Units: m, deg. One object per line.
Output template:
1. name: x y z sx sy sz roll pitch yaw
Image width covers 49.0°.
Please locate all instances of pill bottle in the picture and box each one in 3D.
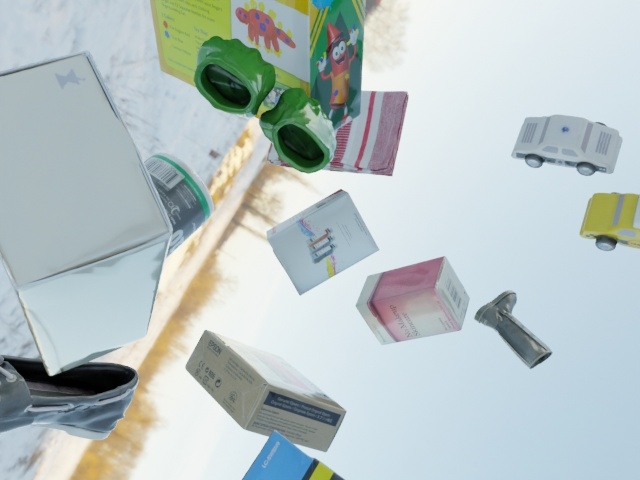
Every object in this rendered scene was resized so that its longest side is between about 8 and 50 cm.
1. pill bottle: -0.434 -0.021 1.604 0.361 0.204 0.204 -47 -178 -28

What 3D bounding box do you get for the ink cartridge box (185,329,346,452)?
1. ink cartridge box: -0.099 0.260 1.227 0.234 0.193 0.088 26 -91 51

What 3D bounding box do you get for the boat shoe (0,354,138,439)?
1. boat shoe: -0.354 0.175 0.856 0.096 0.112 0.335 -54 150 2

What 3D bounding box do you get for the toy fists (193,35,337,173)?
1. toy fists: -0.086 -0.224 1.153 0.096 0.279 0.142 -44 -163 32

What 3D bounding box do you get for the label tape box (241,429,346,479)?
1. label tape box: -0.022 0.425 0.903 0.241 0.333 0.106 -55 -161 -20

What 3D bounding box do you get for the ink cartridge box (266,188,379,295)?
1. ink cartridge box: 0.000 0.000 1.335 0.176 0.127 0.128 -29 -171 0

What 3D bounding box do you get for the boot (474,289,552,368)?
1. boot: 0.544 0.239 1.908 0.189 0.208 0.076 -28 139 -35

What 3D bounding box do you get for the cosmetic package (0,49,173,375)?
1. cosmetic package: -0.219 0.000 0.607 0.113 0.160 0.309 -22 166 -23

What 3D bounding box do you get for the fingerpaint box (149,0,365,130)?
1. fingerpaint box: -0.129 -0.445 1.324 0.163 0.444 0.371 -36 141 -34

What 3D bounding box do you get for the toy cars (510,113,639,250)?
1. toy cars: 0.491 -0.112 1.223 0.176 0.394 0.087 -31 147 1

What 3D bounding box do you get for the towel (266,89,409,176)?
1. towel: 0.042 -0.282 1.754 0.037 0.328 0.237 63 36 -63

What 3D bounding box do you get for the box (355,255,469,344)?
1. box: 0.230 0.153 1.752 0.232 0.149 0.127 -18 -152 34
